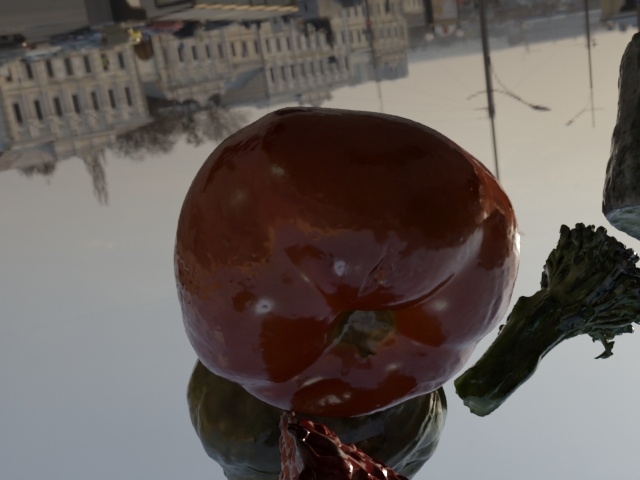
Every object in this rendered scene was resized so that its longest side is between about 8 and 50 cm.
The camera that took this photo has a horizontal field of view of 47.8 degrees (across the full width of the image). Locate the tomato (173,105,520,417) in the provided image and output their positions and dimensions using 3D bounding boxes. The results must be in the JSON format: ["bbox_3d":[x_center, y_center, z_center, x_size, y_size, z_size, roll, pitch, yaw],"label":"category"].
[{"bbox_3d":[0.017,0.009,0.533,0.259,0.260,0.180,-10,-131,-7],"label":"tomato"}]

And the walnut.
[{"bbox_3d":[0.001,0.189,0.849,0.277,0.282,0.253,-36,-123,-11],"label":"walnut"}]

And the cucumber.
[{"bbox_3d":[0.170,-0.053,0.339,0.064,0.112,0.064,12,158,5],"label":"cucumber"}]

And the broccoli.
[{"bbox_3d":[0.295,0.114,0.948,0.304,0.145,0.165,-40,-114,-12],"label":"broccoli"}]

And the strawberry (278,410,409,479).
[{"bbox_3d":[0.041,0.240,0.560,0.177,0.234,0.234,2,-168,-6],"label":"strawberry"}]
